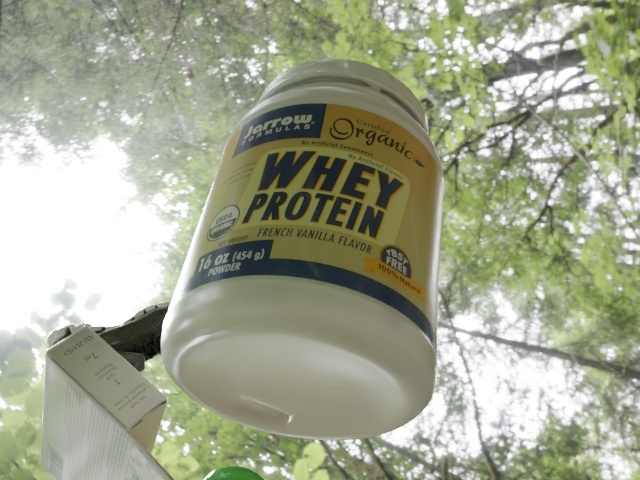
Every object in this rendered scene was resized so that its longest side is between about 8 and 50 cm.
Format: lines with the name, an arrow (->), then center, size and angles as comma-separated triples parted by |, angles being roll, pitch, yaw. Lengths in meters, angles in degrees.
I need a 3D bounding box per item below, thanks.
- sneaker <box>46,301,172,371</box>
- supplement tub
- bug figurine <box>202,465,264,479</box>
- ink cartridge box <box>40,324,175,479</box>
sneaker -> -0.268, 0.155, 0.910 | 0.234, 0.106, 0.078 | -12, -56, -9
supplement tub -> 0.000, 0.000, 0.610 | 0.228, 0.228, 0.316 | 41, -138, -33
bug figurine -> 0.040, 0.191, 0.311 | 0.072, 0.279, 0.216 | -55, -48, -21
ink cartridge box -> -0.237, 0.284, 0.795 | 0.066, 0.261, 0.296 | -37, -20, -44
